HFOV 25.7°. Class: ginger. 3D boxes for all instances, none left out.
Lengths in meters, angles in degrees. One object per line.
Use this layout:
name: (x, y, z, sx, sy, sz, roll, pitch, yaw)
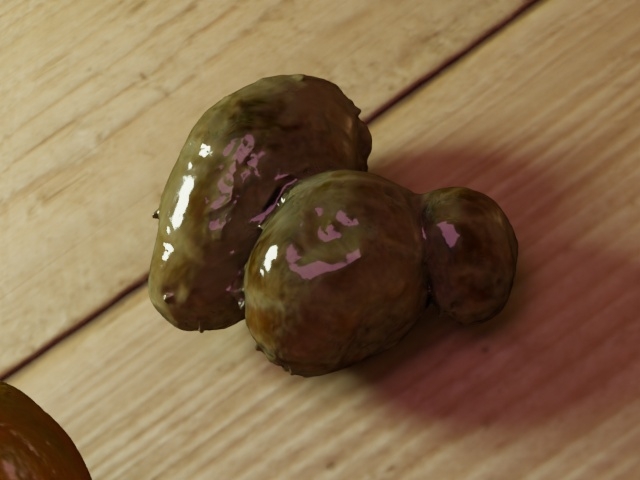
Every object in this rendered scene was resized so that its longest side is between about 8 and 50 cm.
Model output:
ginger: (0.000, 0.000, 1.108, 0.244, 0.155, 0.304, -42, 55, -20)

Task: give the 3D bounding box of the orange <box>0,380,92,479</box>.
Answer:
orange: (-0.277, 0.214, 0.990, 0.274, 0.274, 0.310, -30, 11, 2)
